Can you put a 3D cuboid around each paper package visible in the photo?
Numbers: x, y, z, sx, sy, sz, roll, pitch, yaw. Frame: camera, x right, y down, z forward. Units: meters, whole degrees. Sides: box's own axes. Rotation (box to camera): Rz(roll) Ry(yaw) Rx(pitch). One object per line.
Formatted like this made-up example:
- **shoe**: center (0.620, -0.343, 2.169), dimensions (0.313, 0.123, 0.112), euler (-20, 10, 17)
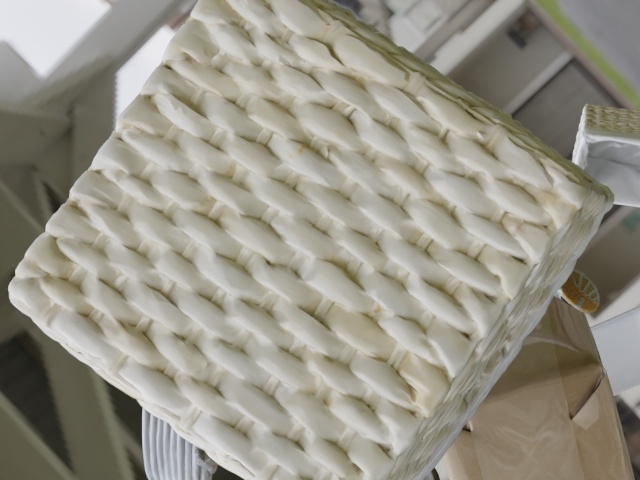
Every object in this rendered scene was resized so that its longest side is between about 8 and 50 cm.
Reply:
- **paper package**: center (0.224, 0.213, 1.435), dimensions (0.325, 0.168, 0.309), euler (-81, -25, -72)

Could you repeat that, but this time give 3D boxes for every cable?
- **cable**: center (-0.174, 0.206, 1.828), dimensions (0.257, 0.089, 0.257), euler (93, 180, -56)

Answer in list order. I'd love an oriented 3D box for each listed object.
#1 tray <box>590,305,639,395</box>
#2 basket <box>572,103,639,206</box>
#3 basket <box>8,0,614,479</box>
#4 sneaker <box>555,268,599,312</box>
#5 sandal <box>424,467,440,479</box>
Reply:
- **tray**: center (0.394, 0.193, 2.127), dimensions (0.030, 0.270, 0.145), euler (-116, 4, -56)
- **basket**: center (0.454, -0.124, 2.045), dimensions (0.167, 0.113, 0.103), euler (9, -144, 3)
- **basket**: center (0.000, 0.000, 1.063), dimensions (0.331, 0.328, 0.266), euler (36, -174, 12)
- **sneaker**: center (0.220, 0.038, 1.286), dimensions (0.083, 0.032, 0.037), euler (36, 163, -1)
- **sandal**: center (0.048, 0.335, 1.636), dimensions (0.090, 0.219, 0.060), euler (58, 179, 30)
